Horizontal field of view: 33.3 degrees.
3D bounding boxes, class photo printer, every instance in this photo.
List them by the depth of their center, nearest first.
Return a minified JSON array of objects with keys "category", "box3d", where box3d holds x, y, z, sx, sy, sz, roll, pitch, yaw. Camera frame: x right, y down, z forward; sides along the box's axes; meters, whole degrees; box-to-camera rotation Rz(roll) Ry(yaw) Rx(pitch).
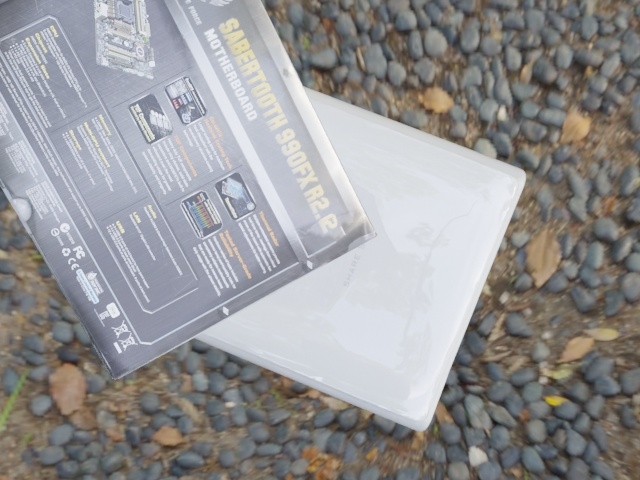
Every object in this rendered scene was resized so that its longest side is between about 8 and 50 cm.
[{"category":"photo printer","box3d":[0.000,0.000,0.978,0.307,0.107,0.256,22,91,7]}]

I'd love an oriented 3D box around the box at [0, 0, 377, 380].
[{"category":"box","box3d":[-0.099,-0.062,0.635,0.183,0.056,0.231,-30,103,-9]}]
